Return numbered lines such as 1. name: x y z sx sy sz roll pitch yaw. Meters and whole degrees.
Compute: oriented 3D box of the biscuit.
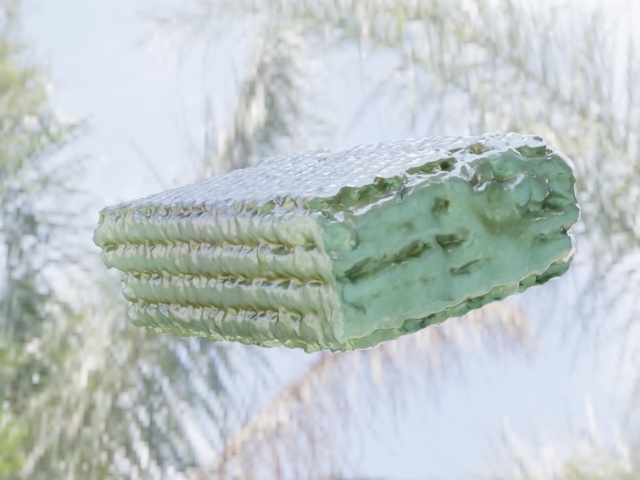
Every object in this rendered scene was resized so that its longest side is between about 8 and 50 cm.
1. biscuit: 0.000 0.000 0.750 0.108 0.239 0.062 -18 -82 -24
